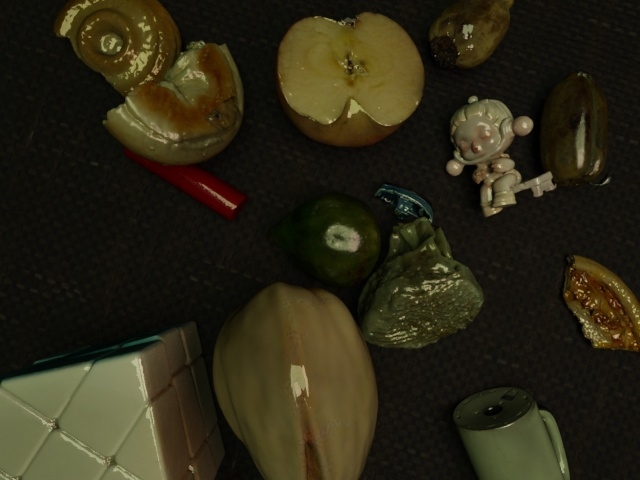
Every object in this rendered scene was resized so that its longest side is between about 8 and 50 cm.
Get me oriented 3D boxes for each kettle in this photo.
[{"bbox_3d":[0.416,0.440,0.907,0.241,0.165,0.255,-23,89,-29],"label":"kettle"}]

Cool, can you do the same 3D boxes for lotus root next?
[{"bbox_3d":[0.326,-0.450,0.942,0.214,0.138,0.138,-37,89,-2],"label":"lotus root"},{"bbox_3d":[0.531,-0.227,0.937,0.124,0.123,0.240,6,85,-29],"label":"lotus root"}]

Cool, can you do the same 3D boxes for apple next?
[{"bbox_3d":[0.046,-0.315,0.920,0.294,0.163,0.250,0,78,-13],"label":"apple"}]

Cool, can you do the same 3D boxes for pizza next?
[{"bbox_3d":[0.614,0.146,0.957,0.135,0.056,0.270,-26,88,-9],"label":"pizza"}]

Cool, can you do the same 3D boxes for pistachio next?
[{"bbox_3d":[-0.041,0.274,0.815,0.282,0.365,0.444,-8,115,-7],"label":"pistachio"}]

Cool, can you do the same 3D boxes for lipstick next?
[{"bbox_3d":[-0.292,-0.141,0.962,0.280,0.073,0.073,32,89,1],"label":"lipstick"}]

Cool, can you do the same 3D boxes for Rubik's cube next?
[{"bbox_3d":[-0.390,0.354,0.826,0.323,0.316,0.318,-13,88,1],"label":"Rubik's cube"}]

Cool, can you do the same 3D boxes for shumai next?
[{"bbox_3d":[0.185,0.093,0.926,0.261,0.221,0.225,-43,128,20],"label":"shumai"}]

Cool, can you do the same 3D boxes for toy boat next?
[{"bbox_3d":[0.182,-0.077,0.963,0.137,0.060,0.060,24,69,-5],"label":"toy boat"}]

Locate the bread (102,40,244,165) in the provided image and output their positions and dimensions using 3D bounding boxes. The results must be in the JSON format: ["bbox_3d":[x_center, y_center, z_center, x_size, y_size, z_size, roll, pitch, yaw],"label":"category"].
[{"bbox_3d":[-0.264,-0.262,0.905,0.192,0.171,0.313,43,56,-22],"label":"bread"}]

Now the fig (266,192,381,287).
[{"bbox_3d":[0.000,0.000,0.903,0.245,0.195,0.195,0,88,9],"label":"fig"}]

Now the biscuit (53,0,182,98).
[{"bbox_3d":[-0.424,-0.442,0.961,0.274,0.091,0.213,37,91,3],"label":"biscuit"}]

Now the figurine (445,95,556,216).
[{"bbox_3d":[0.360,-0.191,0.921,0.145,0.182,0.256,-19,86,-16],"label":"figurine"}]
